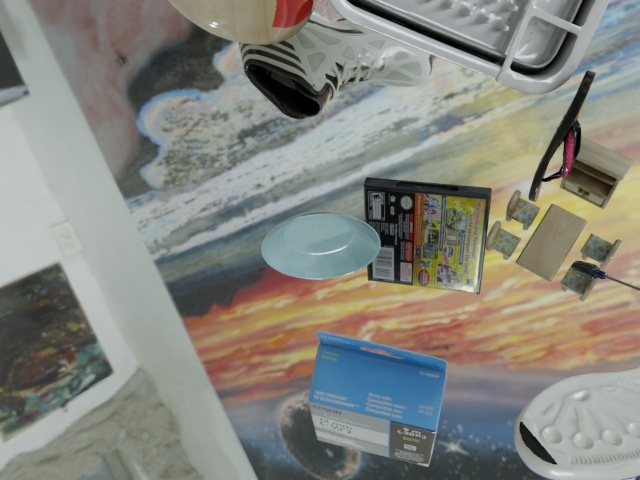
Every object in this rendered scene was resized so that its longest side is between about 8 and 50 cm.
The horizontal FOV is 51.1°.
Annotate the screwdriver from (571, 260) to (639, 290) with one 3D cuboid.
[{"bbox_3d":[0.424,0.056,0.972,0.025,0.024,0.170,18,-174,-21],"label":"screwdriver"}]

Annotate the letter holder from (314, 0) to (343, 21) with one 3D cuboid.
[{"bbox_3d":[-0.043,-0.671,1.596,0.214,0.152,0.302,-6,147,-1],"label":"letter holder"}]

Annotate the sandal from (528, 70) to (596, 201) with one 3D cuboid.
[{"bbox_3d":[0.307,-0.120,0.831,0.067,0.040,0.179,-45,158,-56],"label":"sandal"}]

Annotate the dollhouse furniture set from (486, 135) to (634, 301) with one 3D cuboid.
[{"bbox_3d":[0.463,-0.046,1.261,0.242,0.212,0.161,-56,160,-9],"label":"dollhouse furniture set"}]

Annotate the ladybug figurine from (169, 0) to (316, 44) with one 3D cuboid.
[{"bbox_3d":[-0.121,-0.508,1.172,0.162,0.305,0.449,-40,-165,36],"label":"ladybug figurine"}]

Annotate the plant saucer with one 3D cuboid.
[{"bbox_3d":[0.000,0.000,1.097,0.194,0.195,0.038,-20,-128,23],"label":"plant saucer"}]

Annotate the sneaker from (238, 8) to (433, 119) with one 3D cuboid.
[{"bbox_3d":[0.037,-0.340,1.409,0.447,0.258,0.169,9,151,-19],"label":"sneaker"}]

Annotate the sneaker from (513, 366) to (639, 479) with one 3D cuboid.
[{"bbox_3d":[0.356,0.273,0.841,0.322,0.236,0.130,-13,-137,-24],"label":"sneaker"}]

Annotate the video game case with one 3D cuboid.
[{"bbox_3d":[0.218,-0.006,1.394,0.248,0.275,0.035,7,-136,14],"label":"video game case"}]

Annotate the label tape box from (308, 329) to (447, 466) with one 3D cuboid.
[{"bbox_3d":[0.109,0.318,1.314,0.249,0.348,0.115,11,-120,12],"label":"label tape box"}]

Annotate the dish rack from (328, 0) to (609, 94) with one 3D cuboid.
[{"bbox_3d":[0.186,-0.349,0.767,0.332,0.286,0.072,16,-161,-16],"label":"dish rack"}]
